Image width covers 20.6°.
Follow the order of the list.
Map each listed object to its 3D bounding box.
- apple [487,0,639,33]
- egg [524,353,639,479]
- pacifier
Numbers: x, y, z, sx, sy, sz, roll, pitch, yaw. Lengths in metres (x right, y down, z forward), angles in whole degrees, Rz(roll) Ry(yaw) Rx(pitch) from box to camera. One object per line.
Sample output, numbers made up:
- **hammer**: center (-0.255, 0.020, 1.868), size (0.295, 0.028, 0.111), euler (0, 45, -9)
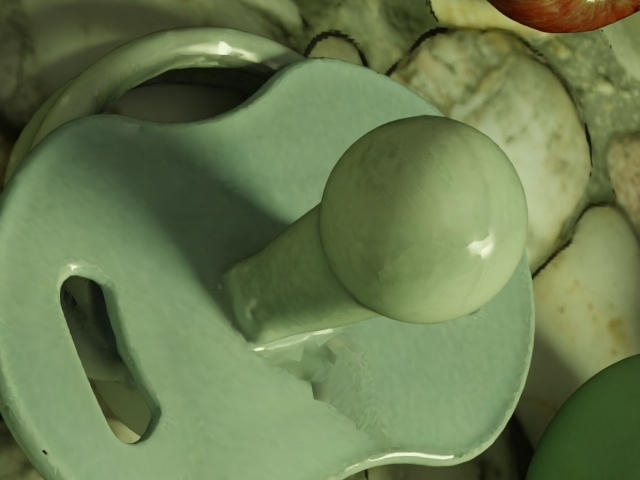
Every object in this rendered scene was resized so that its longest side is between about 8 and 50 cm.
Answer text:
- **apple**: center (0.143, -0.193, 0.975), size (0.146, 0.146, 0.131), euler (7, 47, -33)
- **egg**: center (0.188, 0.172, 0.911), size (0.168, 0.168, 0.230), euler (-5, 87, -34)
- **pacifier**: center (0.000, 0.000, 0.783), size (0.299, 0.233, 0.244), euler (-20, 88, -36)
